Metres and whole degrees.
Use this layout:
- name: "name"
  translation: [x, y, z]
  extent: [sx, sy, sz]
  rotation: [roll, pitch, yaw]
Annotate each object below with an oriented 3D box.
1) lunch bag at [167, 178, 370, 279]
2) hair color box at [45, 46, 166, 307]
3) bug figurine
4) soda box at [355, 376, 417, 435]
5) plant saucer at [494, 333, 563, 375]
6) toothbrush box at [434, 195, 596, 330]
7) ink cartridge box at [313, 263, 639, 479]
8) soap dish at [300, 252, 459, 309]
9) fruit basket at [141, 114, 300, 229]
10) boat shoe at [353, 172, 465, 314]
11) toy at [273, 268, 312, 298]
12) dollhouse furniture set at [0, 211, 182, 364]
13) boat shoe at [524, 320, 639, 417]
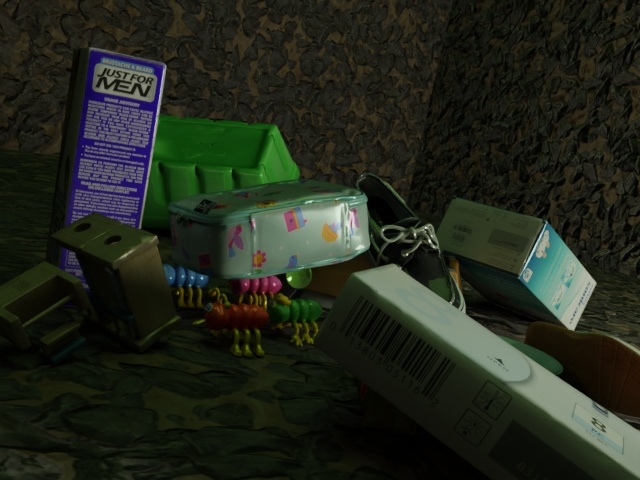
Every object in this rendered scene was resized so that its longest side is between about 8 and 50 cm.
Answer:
- name: "lunch bag"
  translation: [-0.086, -0.026, 1.066]
  extent: [0.279, 0.108, 0.224]
  rotation: [-10, 16, -29]
- name: "hair color box"
  translation: [-0.309, -0.092, 1.000]
  extent: [0.110, 0.339, 0.185]
  rotation: [8, 10, -26]
- name: "bug figurine"
  translation: [-0.120, 0.083, 1.027]
  extent: [0.216, 0.072, 0.279]
  rotation: [6, 10, -35]
- name: "soda box"
  translation: [0.077, 0.160, 0.839]
  extent: [0.058, 0.061, 0.181]
  rotation: [11, 9, -2]
- name: "plant saucer"
  translation: [0.255, 0.177, 1.052]
  extent: [0.194, 0.038, 0.195]
  rotation: [11, 8, -2]
- name: "toothbrush box"
  translation: [0.389, 0.050, 1.432]
  extent: [0.216, 0.126, 0.295]
  rotation: [21, -10, 44]
- name: "ink cartridge box"
  translation: [0.201, 0.136, 0.793]
  extent: [0.308, 0.091, 0.385]
  rotation: [34, 17, 18]
- name: "soap dish"
  translation: [0.119, 0.070, 1.288]
  extent: [0.290, 0.118, 0.229]
  rotation: [13, 9, 11]
- name: "fruit basket"
  translation: [-0.239, -0.105, 1.672]
  extent: [0.391, 0.392, 0.283]
  rotation: [12, 49, 0]
- name: "boat shoe"
  translation: [0.135, 0.008, 1.135]
  extent: [0.113, 0.105, 0.306]
  rotation: [-14, 48, -14]
- name: "toy"
  translation: [-0.065, 0.025, 1.237]
  extent: [0.056, 0.137, 0.237]
  rotation: [38, 2, -20]
- name: "dollhouse furniture set"
  translation: [-0.283, 0.074, 0.820]
  extent: [0.129, 0.129, 0.183]
  rotation: [18, 40, 37]
- name: "boat shoe"
  translation: [0.426, 0.181, 1.059]
  extent: [0.096, 0.098, 0.277]
  rotation: [7, 9, -23]
